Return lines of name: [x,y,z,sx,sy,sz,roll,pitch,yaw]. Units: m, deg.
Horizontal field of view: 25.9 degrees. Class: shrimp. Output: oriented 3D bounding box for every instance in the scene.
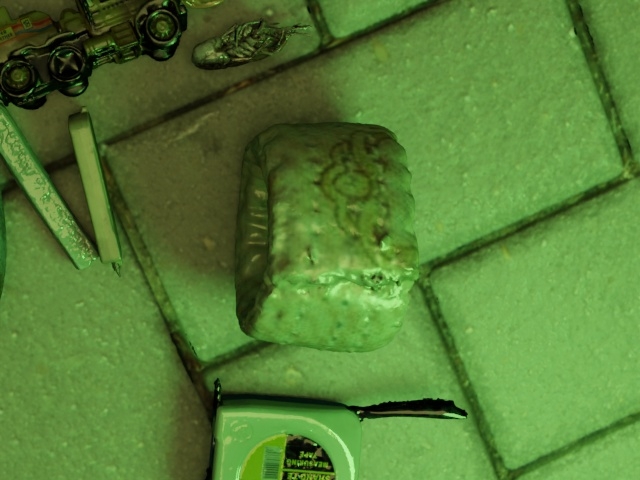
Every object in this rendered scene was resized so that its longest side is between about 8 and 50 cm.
shrimp: [-0.089,-0.258,1.798,0.165,0.065,0.057,-24,79,-5]

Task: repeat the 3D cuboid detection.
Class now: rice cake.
rice cake: [-0.364,-0.071,1.791,0.042,0.045,0.245,-31,103,-3]

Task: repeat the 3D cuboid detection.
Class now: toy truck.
toy truck: [-0.294,-0.256,1.738,0.257,0.127,0.127,-18,87,-7]

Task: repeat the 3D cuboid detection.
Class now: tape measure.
tape measure: [0.015,0.306,1.891,0.351,0.098,0.215,5,96,-8]

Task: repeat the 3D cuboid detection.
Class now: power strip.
power strip: [-0.288,-0.060,1.788,0.029,0.080,0.227,-13,101,-5]

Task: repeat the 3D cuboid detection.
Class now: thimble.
thimble: [0.000,0.000,1.743,0.195,0.291,0.292,2,99,-11]

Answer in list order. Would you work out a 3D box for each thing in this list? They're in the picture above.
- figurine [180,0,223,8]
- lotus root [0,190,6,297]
figurine: [-0.161,-0.369,1.744,0.114,0.126,0.157,-22,105,38]
lotus root: [-0.470,-0.022,1.739,0.158,0.140,0.322,6,93,14]
